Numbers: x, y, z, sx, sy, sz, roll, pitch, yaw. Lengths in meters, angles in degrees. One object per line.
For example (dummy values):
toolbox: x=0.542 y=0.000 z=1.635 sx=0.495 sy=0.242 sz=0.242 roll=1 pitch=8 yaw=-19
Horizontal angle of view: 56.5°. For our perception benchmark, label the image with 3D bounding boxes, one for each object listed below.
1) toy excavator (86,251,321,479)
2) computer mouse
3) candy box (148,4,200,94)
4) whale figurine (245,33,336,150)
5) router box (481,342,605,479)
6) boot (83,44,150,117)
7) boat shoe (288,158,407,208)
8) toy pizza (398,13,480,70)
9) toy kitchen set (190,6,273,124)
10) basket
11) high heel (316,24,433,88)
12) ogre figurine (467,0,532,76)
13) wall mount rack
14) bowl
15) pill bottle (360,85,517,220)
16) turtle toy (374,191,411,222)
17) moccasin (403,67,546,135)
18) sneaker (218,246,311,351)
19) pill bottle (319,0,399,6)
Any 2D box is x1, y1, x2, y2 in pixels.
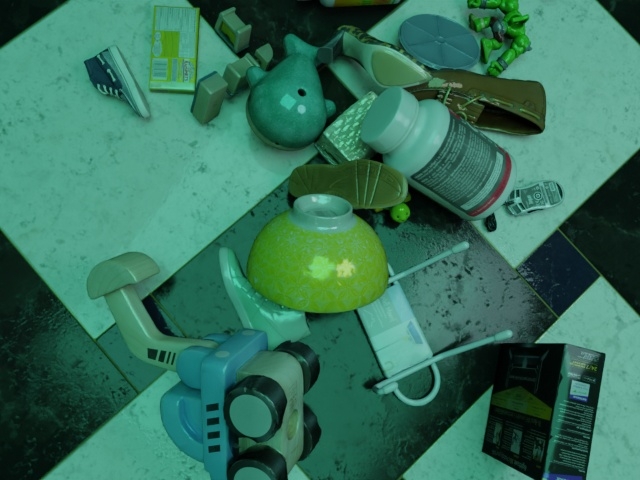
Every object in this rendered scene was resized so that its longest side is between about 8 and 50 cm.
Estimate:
toy excavator: x=-0.242 y=0.255 z=1.157 sx=0.444 sy=0.222 sz=0.433 roll=5 pitch=105 yaw=18
computer mouse: x=0.466 y=-0.088 z=1.378 sx=0.192 sy=0.042 sz=0.106 roll=-11 pitch=77 yaw=-1
candy box: x=-0.335 y=-0.440 z=1.370 sx=0.105 sy=0.027 sz=0.206 roll=2 pitch=80 yaw=-7
whale figurine: x=-0.053 y=-0.331 z=1.284 sx=0.216 sy=0.141 sz=0.272 roll=22 pitch=70 yaw=-17
router box: x=0.424 y=0.327 z=1.165 sx=0.080 sy=0.309 sz=0.243 roll=14 pitch=80 yaw=-1
boot: x=-0.453 y=-0.339 z=1.329 sx=0.086 sy=0.069 sz=0.190 roll=-28 pitch=76 yaw=-2
boat shoe: x=0.069 y=-0.115 z=1.262 sx=0.277 sy=0.096 sz=0.098 roll=9 pitch=85 yaw=32
toy pizza: x=0.277 y=-0.460 z=1.402 sx=0.201 sy=0.032 sz=0.201 roll=7 pitch=56 yaw=-10
toy kitchen set: x=-0.234 y=-0.398 z=1.347 sx=0.166 sy=0.122 sz=0.207 roll=48 pitch=60 yaw=4
basket: x=0.085 y=-0.240 z=1.335 sx=0.167 sy=0.103 sz=0.113 roll=-42 pitch=87 yaw=-11
high heel: x=0.140 y=-0.422 z=1.333 sx=0.261 sy=0.093 sz=0.186 roll=18 pitch=38 yaw=11
ogre figurine: x=0.430 y=-0.499 z=1.417 sx=0.118 sy=0.097 sz=0.197 roll=-16 pitch=71 yaw=4
wall mount rack: x=0.208 y=0.167 z=1.264 sx=0.304 sy=0.130 sz=0.350 roll=-24 pitch=84 yaw=-9
bowl: x=0.000 y=0.000 z=1.178 sx=0.289 sy=0.289 sz=0.156 roll=3 pitch=116 yaw=-5
pill bottle: x=0.243 y=-0.183 z=1.248 sx=0.318 sy=0.176 sz=0.176 roll=28 pitch=78 yaw=-26
turtle toy: x=0.161 y=-0.101 z=1.337 sx=0.095 sy=0.066 sz=0.130 roll=-20 pitch=83 yaw=-8
moccasin: x=0.331 y=-0.296 z=1.361 sx=0.379 sy=0.139 sz=0.147 roll=5 pitch=71 yaw=-14
sneaker: x=-0.112 y=0.110 z=1.261 sx=0.151 sy=0.094 sz=0.256 roll=-24 pitch=93 yaw=-3
pill bottle: x=0.063 y=-0.616 z=1.381 sx=0.245 sy=0.136 sz=0.137 roll=-5 pitch=81 yaw=-6
